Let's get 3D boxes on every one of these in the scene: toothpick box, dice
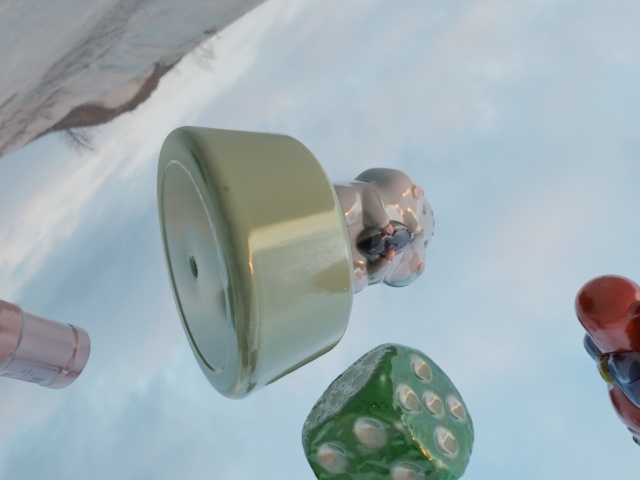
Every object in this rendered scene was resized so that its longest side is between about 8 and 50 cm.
[{"bbox_3d":[-0.416,0.146,0.741,0.099,0.149,0.098,-13,-120,24],"label":"toothpick box"},{"bbox_3d":[0.152,0.440,1.228,0.297,0.300,0.287,-42,177,28],"label":"dice"}]

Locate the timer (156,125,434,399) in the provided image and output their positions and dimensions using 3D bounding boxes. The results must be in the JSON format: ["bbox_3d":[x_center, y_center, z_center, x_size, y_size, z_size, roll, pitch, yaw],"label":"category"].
[{"bbox_3d":[0.000,0.000,0.623,0.316,0.290,0.291,-12,-163,-26],"label":"timer"}]

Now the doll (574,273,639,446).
[{"bbox_3d":[0.345,0.142,0.484,0.130,0.290,0.161,-48,-162,-13],"label":"doll"}]
